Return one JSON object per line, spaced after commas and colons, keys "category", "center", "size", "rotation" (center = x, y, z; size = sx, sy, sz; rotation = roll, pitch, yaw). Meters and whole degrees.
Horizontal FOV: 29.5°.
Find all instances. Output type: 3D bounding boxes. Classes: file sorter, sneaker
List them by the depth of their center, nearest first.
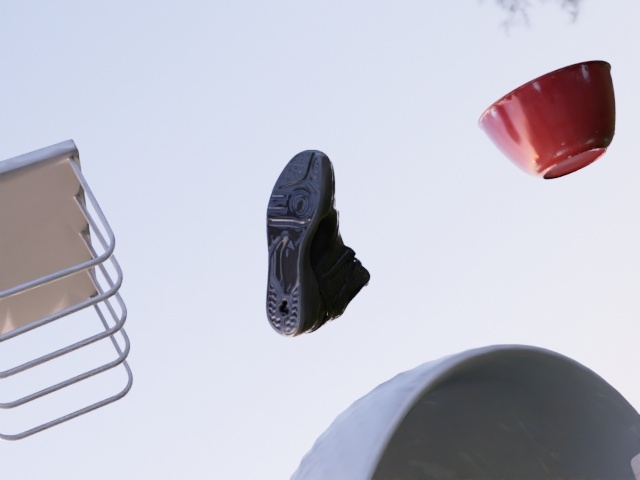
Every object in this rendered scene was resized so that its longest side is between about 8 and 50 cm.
{"category": "file sorter", "center": [-0.323, 0.064, 1.358], "size": [0.193, 0.173, 0.277], "rotation": [-21, -35, -20]}
{"category": "sneaker", "center": [0.000, 0.000, 1.500], "size": [0.130, 0.087, 0.227], "rotation": [-7, -78, -52]}

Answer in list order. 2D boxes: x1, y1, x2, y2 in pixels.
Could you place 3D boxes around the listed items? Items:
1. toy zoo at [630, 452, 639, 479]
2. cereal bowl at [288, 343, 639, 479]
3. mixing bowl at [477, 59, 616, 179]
{"category": "toy zoo", "center": [0.223, 0.182, 0.446], "size": [0.030, 0.293, 0.192], "rotation": [-1, -30, -23]}
{"category": "cereal bowl", "center": [0.084, 0.234, 0.685], "size": [0.339, 0.141, 0.338], "rotation": [15, -112, -39]}
{"category": "mixing bowl", "center": [0.299, -0.139, 1.519], "size": [0.181, 0.098, 0.181], "rotation": [-21, -14, -6]}
